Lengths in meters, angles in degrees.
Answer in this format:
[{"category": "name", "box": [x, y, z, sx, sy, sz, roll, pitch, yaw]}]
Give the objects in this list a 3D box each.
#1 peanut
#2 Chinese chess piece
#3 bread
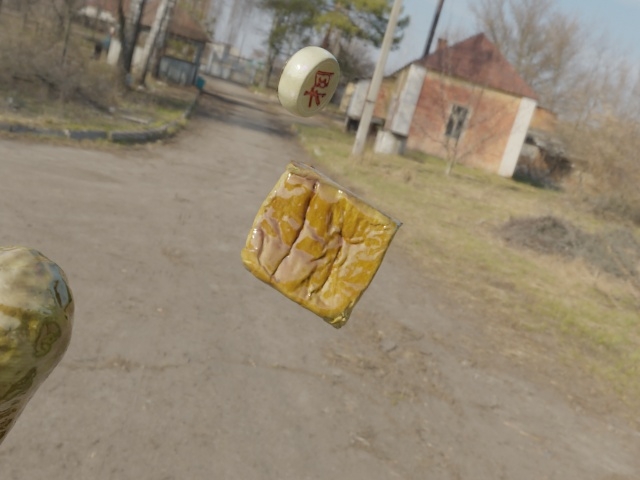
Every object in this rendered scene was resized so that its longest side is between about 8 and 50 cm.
[{"category": "peanut", "box": [-0.254, 0.095, 0.490, 0.095, 0.226, 0.108, 48, 23, 22]}, {"category": "Chinese chess piece", "box": [-0.019, -0.270, 1.198, 0.051, 0.122, 0.122, 34, 18, 22]}, {"category": "bread", "box": [0.000, 0.000, 0.796, 0.143, 0.149, 0.158, 29, 0, 3]}]
